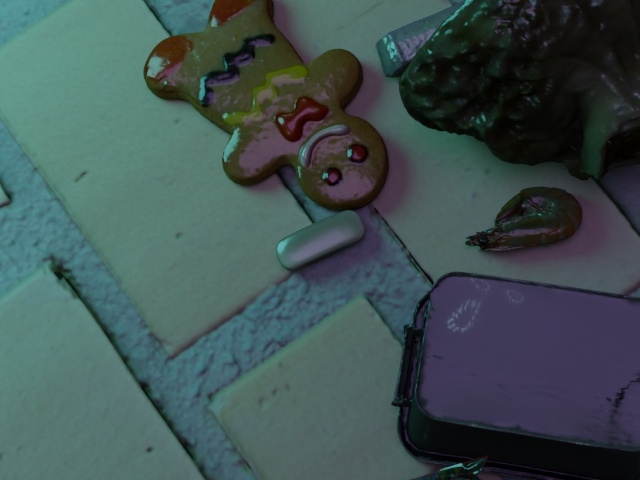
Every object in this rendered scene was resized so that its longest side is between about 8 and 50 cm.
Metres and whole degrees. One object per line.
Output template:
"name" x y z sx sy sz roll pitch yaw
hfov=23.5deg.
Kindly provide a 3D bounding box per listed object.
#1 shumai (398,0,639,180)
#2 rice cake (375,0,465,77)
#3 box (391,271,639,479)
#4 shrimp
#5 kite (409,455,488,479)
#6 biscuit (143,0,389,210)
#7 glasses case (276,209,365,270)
"shumai" 0.213 -0.145 1.321 0.218 0.189 0.256 44 118 -2
"rice cake" 0.148 -0.209 1.435 0.206 0.036 0.047 -27 61 -4
"box" 0.183 0.112 1.280 0.243 0.135 0.163 10 75 6
"shrimp" 0.181 -0.020 1.381 0.108 0.023 0.059 -9 63 1
"kite" 0.092 0.255 1.277 0.160 0.010 0.183 24 98 30
"biscuit" -0.036 -0.127 1.421 0.165 0.036 0.250 -42 75 -8
"glasses case" 0.000 0.000 1.385 0.083 0.021 0.032 -25 72 -4
